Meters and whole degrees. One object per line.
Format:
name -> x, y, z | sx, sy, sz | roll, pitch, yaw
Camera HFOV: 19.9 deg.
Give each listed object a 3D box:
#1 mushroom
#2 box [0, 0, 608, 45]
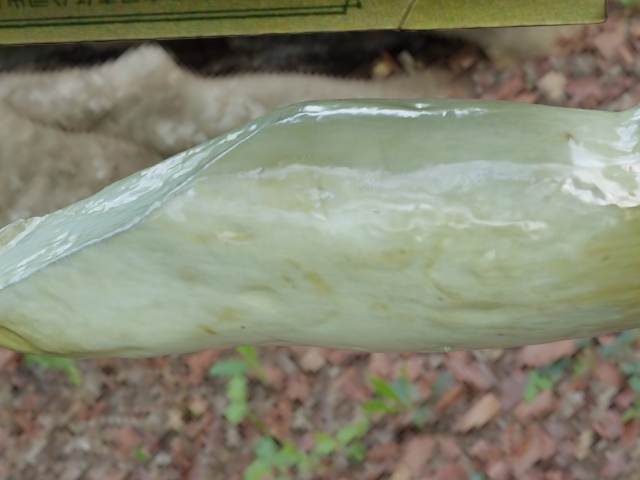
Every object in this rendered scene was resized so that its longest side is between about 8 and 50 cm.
mushroom -> 0.000, -0.003, 0.693 | 0.333, 0.107, 0.087 | -1, 37, 19
box -> -0.018, -0.139, 0.642 | 0.240, 0.071, 0.159 | -1, 37, 11
